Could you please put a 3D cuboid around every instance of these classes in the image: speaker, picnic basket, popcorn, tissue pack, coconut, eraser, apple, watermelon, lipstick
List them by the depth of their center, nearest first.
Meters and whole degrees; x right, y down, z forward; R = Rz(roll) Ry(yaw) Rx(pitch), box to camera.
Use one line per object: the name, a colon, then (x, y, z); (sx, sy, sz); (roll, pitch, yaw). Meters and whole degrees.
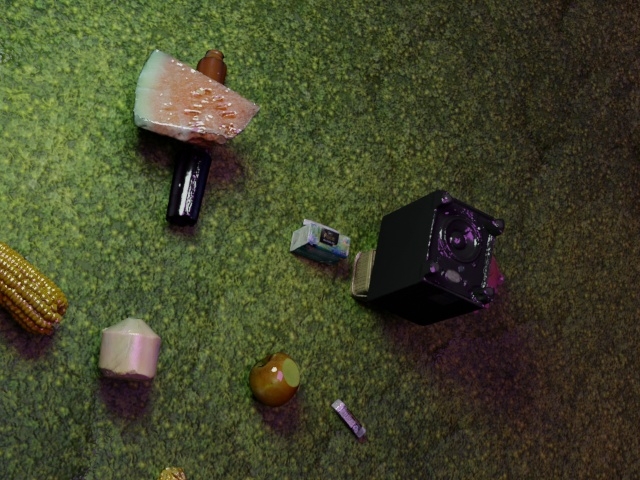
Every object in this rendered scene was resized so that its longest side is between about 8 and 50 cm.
coconut: (-0.368, 0.208, 1.696); (0.116, 0.116, 0.122); (14, 75, -30)
popcorn: (-0.281, 0.481, 1.702); (0.057, 0.083, 0.082); (-24, 55, -7)
watermelon: (-0.259, -0.266, 1.825); (0.257, 0.140, 0.192); (15, 65, 1)
apple: (-0.096, 0.296, 1.860); (0.102, 0.099, 0.114); (59, 29, -13)
lipstick: (-0.265, -0.229, 1.907); (0.077, 0.077, 0.418); (20, 66, -27)
speaker: (0.257, 0.040, 1.967); (0.184, 0.254, 0.232); (24, 64, -23)
eraser: (0.063, 0.402, 1.980); (0.027, 0.019, 0.099); (-43, 102, -20)
tissue pack: (0.001, 0.000, 2.011); (0.111, 0.085, 0.079); (20, 66, -26)
picnic basket: (0.155, 0.095, 2.087); (0.164, 0.079, 0.115); (18, 68, -28)

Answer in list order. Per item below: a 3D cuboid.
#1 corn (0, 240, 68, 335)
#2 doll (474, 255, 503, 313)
corn: (-0.594, 0.050, 1.602); (0.313, 0.102, 0.102); (45, 58, -14)
doll: (0.367, 0.080, 2.222); (0.262, 0.093, 0.211); (2, 79, -33)
